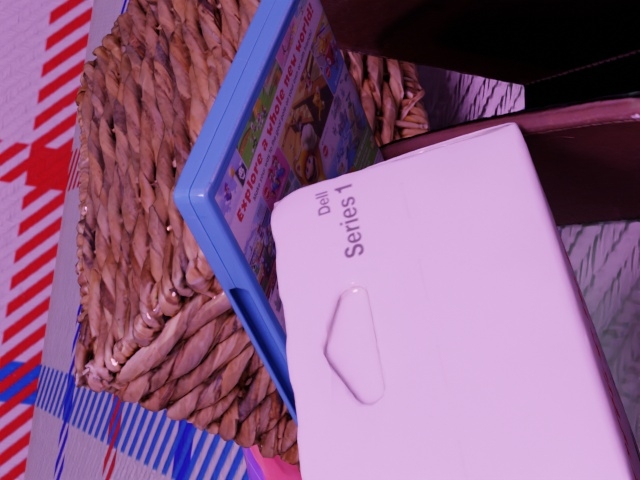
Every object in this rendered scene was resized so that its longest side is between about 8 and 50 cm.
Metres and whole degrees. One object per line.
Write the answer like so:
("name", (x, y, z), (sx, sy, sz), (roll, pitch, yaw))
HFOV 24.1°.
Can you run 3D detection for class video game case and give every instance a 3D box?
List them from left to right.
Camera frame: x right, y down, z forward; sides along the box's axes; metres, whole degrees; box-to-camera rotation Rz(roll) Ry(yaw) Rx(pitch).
("video game case", (0.000, 0.000, 0.561), (0.166, 0.015, 0.119), (65, -147, -41))

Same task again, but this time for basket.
("basket", (0.000, -0.036, 0.880), (0.213, 0.223, 0.299), (-46, 33, 29))

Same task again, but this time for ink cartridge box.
("ink cartridge box", (0.068, 0.093, 0.519), (0.219, 0.092, 0.160), (63, -168, -45))

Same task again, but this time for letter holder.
("letter holder", (0.070, -0.100, 0.588), (0.302, 0.214, 0.152), (174, 105, -71))

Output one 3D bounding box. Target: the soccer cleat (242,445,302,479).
("soccer cleat", (-0.014, 0.159, 0.946), (0.248, 0.083, 0.095), (-103, 24, -44))
